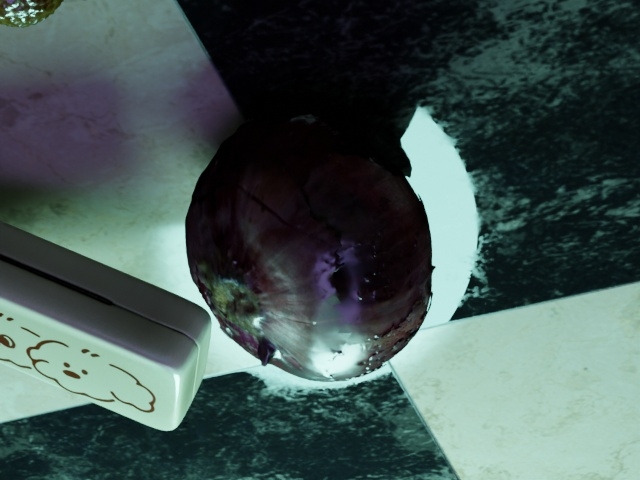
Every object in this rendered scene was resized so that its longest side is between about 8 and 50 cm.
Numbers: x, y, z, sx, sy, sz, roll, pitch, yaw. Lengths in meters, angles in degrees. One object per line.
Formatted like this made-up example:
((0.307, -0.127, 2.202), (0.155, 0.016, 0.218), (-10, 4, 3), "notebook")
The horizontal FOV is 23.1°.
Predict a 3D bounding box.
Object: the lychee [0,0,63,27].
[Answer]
((-0.239, -0.223, 1.211), (0.146, 0.114, 0.114), (23, 137, 3), "lychee")

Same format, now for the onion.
((0.000, 0.000, 1.401), (0.252, 0.219, 0.252), (25, 134, 30), "onion")

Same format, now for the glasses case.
((-0.270, 0.063, 1.473), (0.336, 0.076, 0.144), (22, 147, 6), "glasses case")
